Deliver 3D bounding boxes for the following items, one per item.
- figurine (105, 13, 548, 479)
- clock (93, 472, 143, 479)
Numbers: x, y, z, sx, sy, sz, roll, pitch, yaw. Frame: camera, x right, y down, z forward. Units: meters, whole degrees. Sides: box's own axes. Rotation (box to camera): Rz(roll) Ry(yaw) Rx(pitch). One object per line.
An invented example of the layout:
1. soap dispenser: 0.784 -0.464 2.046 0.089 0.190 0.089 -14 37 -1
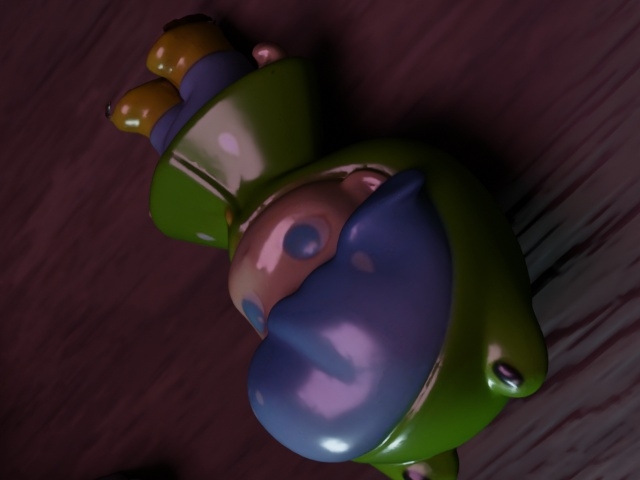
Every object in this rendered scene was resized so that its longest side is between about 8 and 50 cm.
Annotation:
1. figurine: 0.000 0.000 0.907 0.263 0.143 0.162 50 122 20
2. clock: -0.158 0.255 1.152 0.253 0.083 0.186 -21 103 35
